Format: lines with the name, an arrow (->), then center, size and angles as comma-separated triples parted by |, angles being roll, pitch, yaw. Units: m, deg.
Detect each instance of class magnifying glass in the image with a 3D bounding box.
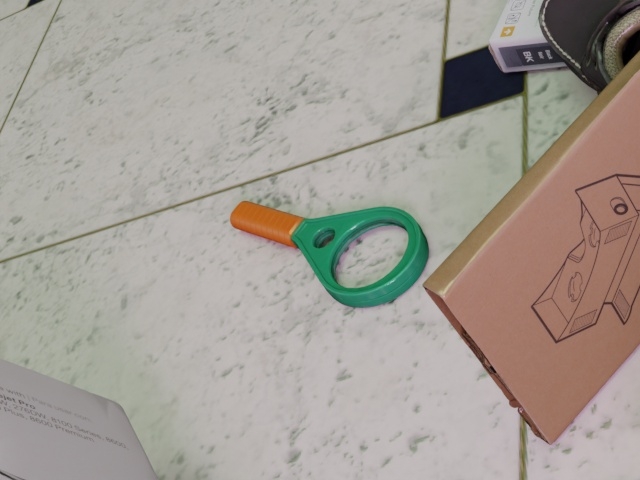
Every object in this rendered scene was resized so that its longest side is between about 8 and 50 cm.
magnifying glass -> 0.000, 0.000, 0.938 | 0.231, 0.026, 0.092 | 19, 65, 45

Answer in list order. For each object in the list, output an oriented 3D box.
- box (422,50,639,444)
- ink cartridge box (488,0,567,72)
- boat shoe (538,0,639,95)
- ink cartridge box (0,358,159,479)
box -> 0.171, 0.008, 0.674 | 0.201, 0.164, 0.021 | -46, 36, -9
ink cartridge box -> 0.272, -0.240, 0.936 | 0.208, 0.045, 0.206 | 1, 54, 41
boat shoe -> 0.240, -0.135, 0.769 | 0.103, 0.092, 0.285 | -60, 37, 20
ink cartridge box -> -0.198, 0.289, 0.638 | 0.285, 0.166, 0.395 | -55, 37, 9
